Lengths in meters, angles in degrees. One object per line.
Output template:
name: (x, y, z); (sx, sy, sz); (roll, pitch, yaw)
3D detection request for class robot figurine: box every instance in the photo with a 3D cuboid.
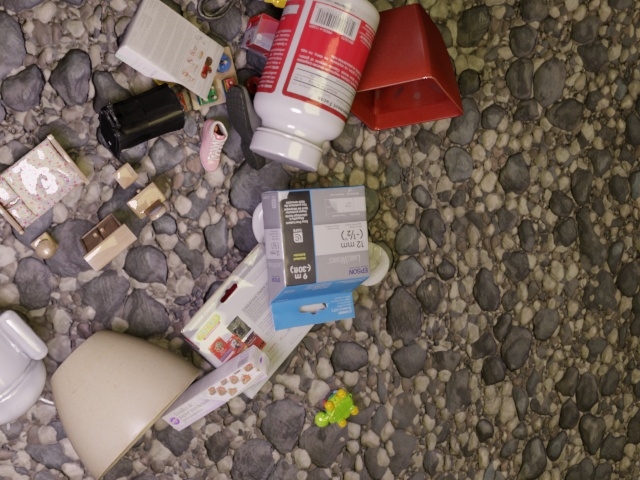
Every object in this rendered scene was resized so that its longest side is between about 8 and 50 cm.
robot figurine: (-0.732, 0.255, 1.665); (0.299, 0.200, 0.354); (-24, 114, 18)

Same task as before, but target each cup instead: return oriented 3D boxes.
cup: (-0.476, 0.345, 1.784); (0.237, 0.331, 0.331); (42, 74, 1)

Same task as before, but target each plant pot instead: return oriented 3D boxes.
plant pot: (0.208, -0.460, 2.035); (0.267, 0.267, 0.236); (26, 62, -60)

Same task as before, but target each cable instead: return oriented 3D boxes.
cable: (-0.174, -0.630, 1.931); (0.287, 0.072, 0.140); (-18, 99, -26)

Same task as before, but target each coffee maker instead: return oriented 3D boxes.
coffee maker: (-0.406, -0.281, 1.791); (0.178, 0.171, 0.120); (-29, 101, -24)

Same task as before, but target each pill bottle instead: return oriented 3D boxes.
pill bottle: (-0.024, -0.384, 1.852); (0.229, 0.229, 0.408); (19, 89, -30)

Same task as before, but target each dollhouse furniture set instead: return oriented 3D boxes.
dollhouse furniture set: (-0.558, -0.125, 1.704); (0.303, 0.174, 0.356); (-41, 114, -10)

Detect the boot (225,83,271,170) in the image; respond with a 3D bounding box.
boot: (-0.140, -0.312, 1.977); (0.161, 0.083, 0.247); (-35, 132, -24)

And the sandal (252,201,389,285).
sandal: (-0.008, 0.013, 2.097); (0.416, 0.102, 0.169); (27, 99, -22)

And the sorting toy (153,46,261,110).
sorting toy: (-0.273, -0.401, 1.921); (0.274, 0.046, 0.132); (-20, 106, -25)

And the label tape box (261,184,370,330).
label tape box: (-0.005, 0.041, 1.951); (0.249, 0.115, 0.348); (-5, 91, -29)

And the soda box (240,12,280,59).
soda box: (-0.065, -0.488, 1.998); (0.263, 0.092, 0.084); (18, 87, -30)

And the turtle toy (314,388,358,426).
turtle toy: (0.039, 0.479, 2.201); (0.130, 0.066, 0.095); (-41, 114, -18)

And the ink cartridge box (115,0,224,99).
ink cartridge box: (-0.350, -0.447, 1.829); (0.224, 0.056, 0.181); (33, 54, -30)

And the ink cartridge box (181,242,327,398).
ink cartridge box: (-0.187, 0.194, 2.001); (0.309, 0.130, 0.272); (-48, 114, -15)

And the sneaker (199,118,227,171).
sneaker: (-0.265, -0.237, 1.934); (0.050, 0.070, 0.135); (-1, 98, -31)

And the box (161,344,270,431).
box: (-0.258, 0.365, 1.906); (0.324, 0.067, 0.063); (-35, 114, 25)
